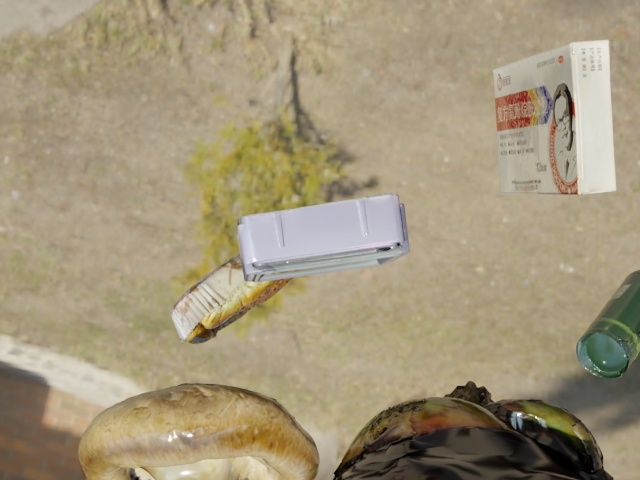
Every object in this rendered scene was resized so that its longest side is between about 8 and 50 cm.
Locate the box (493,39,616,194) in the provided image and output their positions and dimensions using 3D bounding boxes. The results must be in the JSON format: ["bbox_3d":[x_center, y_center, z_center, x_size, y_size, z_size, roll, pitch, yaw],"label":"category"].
[{"bbox_3d":[0.352,-0.178,1.670,0.069,0.214,0.353,-4,-176,-10],"label":"box"}]

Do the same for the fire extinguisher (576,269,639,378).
[{"bbox_3d":[0.535,0.119,1.837,0.093,0.294,0.118,47,137,4],"label":"fire extinguisher"}]

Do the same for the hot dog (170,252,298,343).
[{"bbox_3d":[-0.112,0.065,1.602,0.075,0.268,0.144,45,145,9],"label":"hot dog"}]

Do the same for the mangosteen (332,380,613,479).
[{"bbox_3d":[0.139,0.336,0.973,0.381,0.380,0.421,10,-165,-5],"label":"mangosteen"}]

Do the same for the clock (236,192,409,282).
[{"bbox_3d":[0.000,-0.001,1.291,0.193,0.073,0.144,-8,175,-5],"label":"clock"}]

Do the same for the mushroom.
[{"bbox_3d":[-0.126,0.241,1.181,0.278,0.146,0.278,-1,145,0],"label":"mushroom"}]
